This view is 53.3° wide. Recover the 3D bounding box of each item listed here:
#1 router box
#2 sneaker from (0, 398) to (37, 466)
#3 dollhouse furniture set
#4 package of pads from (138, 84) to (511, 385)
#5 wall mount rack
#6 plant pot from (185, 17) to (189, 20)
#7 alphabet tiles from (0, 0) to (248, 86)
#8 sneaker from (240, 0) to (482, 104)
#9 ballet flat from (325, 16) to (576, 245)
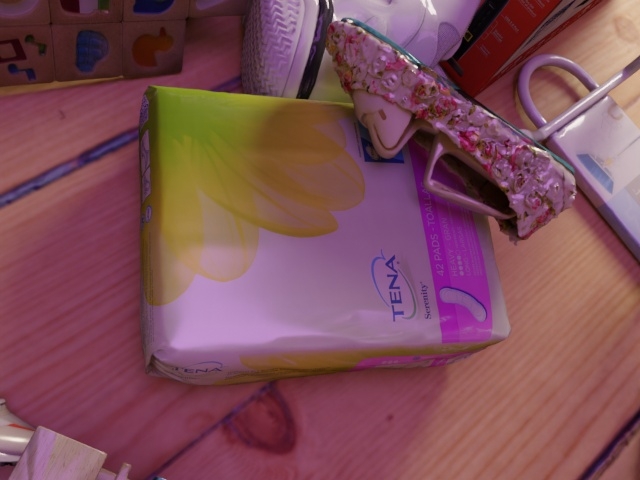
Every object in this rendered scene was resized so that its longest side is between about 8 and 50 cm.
[{"bbox_3d":[0.299,-0.326,0.644,0.335,0.301,0.082,-38,85,-25],"label":"router box"},{"bbox_3d":[-0.257,0.101,0.440,0.161,0.057,0.075,21,71,-7],"label":"sneaker"},{"bbox_3d":[-0.130,0.201,0.374,0.129,0.184,0.129,26,65,-8],"label":"dollhouse furniture set"},{"bbox_3d":[0.000,0.000,0.538,0.296,0.101,0.229,1,69,-18],"label":"package of pads"},{"bbox_3d":[0.323,-0.062,0.649,0.304,0.130,0.350,-34,83,-25],"label":"wall mount rack"},{"bbox_3d":[-0.205,-0.378,0.512,0.323,0.280,0.323,6,68,-15],"label":"plant pot"},{"bbox_3d":[-0.198,-0.232,0.454,0.342,0.285,0.011,-13,55,-26],"label":"alphabet tiles"},{"bbox_3d":[0.036,-0.278,0.637,0.210,0.137,0.366,6,73,-17],"label":"sneaker"},{"bbox_3d":[0.091,-0.083,0.503,0.241,0.091,0.077,34,86,2],"label":"ballet flat"}]
